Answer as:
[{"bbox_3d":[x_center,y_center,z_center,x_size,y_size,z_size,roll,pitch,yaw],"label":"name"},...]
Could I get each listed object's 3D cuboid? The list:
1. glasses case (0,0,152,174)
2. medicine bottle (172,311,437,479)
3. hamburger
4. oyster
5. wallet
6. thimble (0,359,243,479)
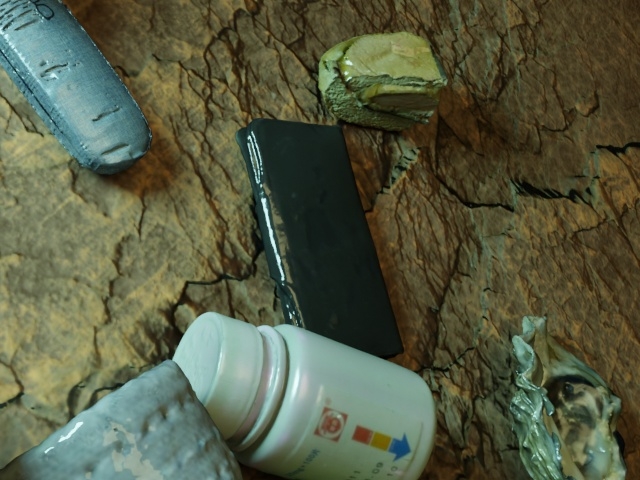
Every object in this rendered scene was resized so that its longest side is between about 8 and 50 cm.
[{"bbox_3d":[-0.317,-0.205,1.031,0.282,0.067,0.109,53,49,0],"label":"glasses case"},{"bbox_3d":[-0.021,0.193,0.975,0.293,0.170,0.170,24,54,-27],"label":"medicine bottle"},{"bbox_3d":[0.077,-0.258,1.342,0.208,0.135,0.155,-8,56,-25],"label":"hamburger"},{"bbox_3d":[0.366,0.279,1.273,0.238,0.115,0.351,8,67,-44],"label":"oyster"},{"bbox_3d":[0.000,0.000,1.176,0.197,0.051,0.377,-2,69,-41],"label":"wallet"},{"bbox_3d":[-0.201,0.240,0.780,0.245,0.217,0.157,-33,87,-19],"label":"thimble"}]
